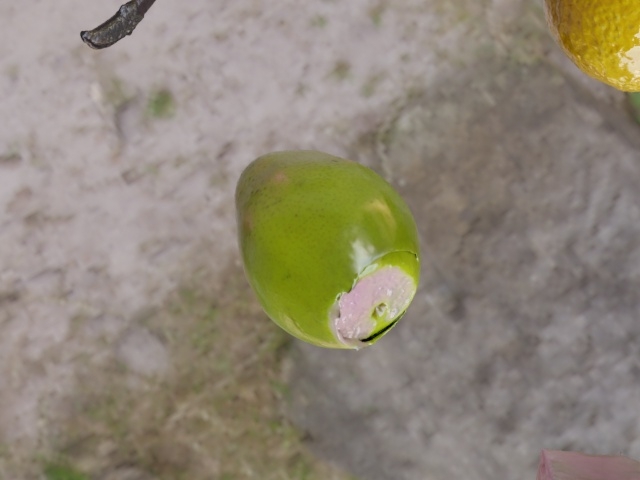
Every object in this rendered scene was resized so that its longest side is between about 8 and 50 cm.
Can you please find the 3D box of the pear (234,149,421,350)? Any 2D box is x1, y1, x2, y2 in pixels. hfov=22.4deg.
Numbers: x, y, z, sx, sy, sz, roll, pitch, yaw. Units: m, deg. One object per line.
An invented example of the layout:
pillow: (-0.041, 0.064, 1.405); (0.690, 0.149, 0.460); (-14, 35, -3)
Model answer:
pear: (0.000, 0.000, 1.604); (0.187, 0.220, 0.187); (-21, 132, -26)

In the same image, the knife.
knife: (-0.119, -0.234, 1.330); (0.222, 0.021, 0.045); (-53, 149, -17)

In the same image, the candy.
candy: (0.353, 0.359, 2.020); (0.156, 0.265, 0.115); (5, 103, 0)

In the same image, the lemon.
lemon: (0.250, -0.201, 1.306); (0.142, 0.187, 0.142); (-10, 130, -12)
